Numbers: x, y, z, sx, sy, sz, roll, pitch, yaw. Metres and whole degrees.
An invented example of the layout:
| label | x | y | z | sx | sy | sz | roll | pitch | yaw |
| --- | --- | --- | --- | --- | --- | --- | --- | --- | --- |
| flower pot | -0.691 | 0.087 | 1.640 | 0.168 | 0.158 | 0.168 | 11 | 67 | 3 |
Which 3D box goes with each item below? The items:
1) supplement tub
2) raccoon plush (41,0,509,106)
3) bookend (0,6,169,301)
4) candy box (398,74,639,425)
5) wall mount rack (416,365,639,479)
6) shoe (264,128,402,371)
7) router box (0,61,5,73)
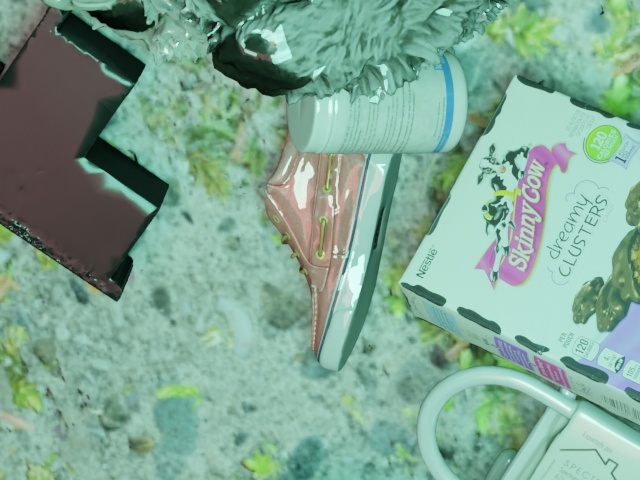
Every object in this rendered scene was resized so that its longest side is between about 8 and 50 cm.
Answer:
| label | x | y | z | sx | sy | sz | roll | pitch | yaw |
| --- | --- | --- | --- | --- | --- | --- | --- | --- | --- |
| supplement tub | 0.037 | -0.092 | 1.292 | 0.107 | 0.071 | 0.071 | -1 | 114 | -19 |
| raccoon plush | 0.034 | -0.197 | 1.259 | 0.446 | 0.299 | 0.216 | 1 | 97 | -18 |
| bookend | -0.162 | -0.069 | 1.380 | 0.156 | 0.072 | 0.157 | 34 | 107 | -8 |
| candy box | 0.175 | 0.009 | 1.247 | 0.196 | 0.070 | 0.165 | 25 | 78 | 20 |
| wall mount rack | 0.256 | 0.135 | 1.314 | 0.350 | 0.130 | 0.304 | 31 | 119 | 3 |
| shoe | 0.000 | 0.000 | 1.367 | 0.081 | 0.063 | 0.178 | 16 | 108 | 11 |
| router box | -0.299 | -0.102 | 1.425 | 0.092 | 0.038 | 0.122 | 34 | 115 | 1 |
